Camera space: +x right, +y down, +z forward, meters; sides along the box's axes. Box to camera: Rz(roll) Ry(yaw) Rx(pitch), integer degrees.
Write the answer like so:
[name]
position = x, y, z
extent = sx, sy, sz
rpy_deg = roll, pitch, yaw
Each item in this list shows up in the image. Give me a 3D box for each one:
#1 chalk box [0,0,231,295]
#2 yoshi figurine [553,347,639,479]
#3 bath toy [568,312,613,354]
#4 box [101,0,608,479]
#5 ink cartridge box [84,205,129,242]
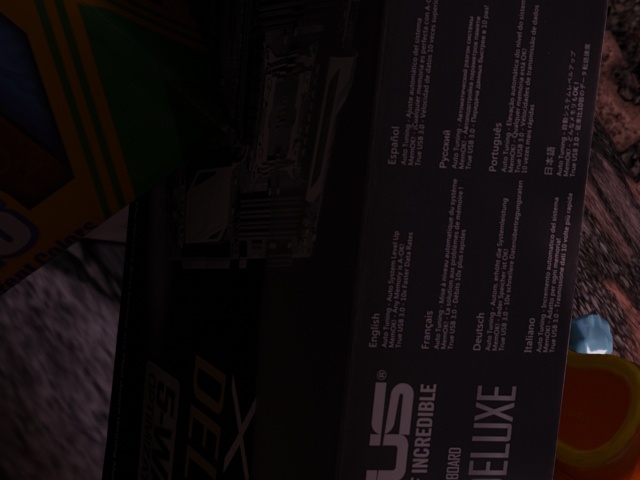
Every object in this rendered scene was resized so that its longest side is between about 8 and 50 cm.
[chalk box]
position = -0.195, -0.116, 0.606
extent = 0.289, 0.179, 0.180
rpy_deg = 41, 21, -43
[yoshi figurine]
position = 0.197, 0.214, 0.958
extent = 0.362, 0.203, 0.203
rpy_deg = 45, 35, -41
[bath toy]
position = 0.215, 0.225, 1.243
extent = 0.151, 0.129, 0.348
rpy_deg = 27, 34, -60
[box]
position = 0.000, 0.000, 0.649
extent = 0.076, 0.308, 0.242
rpy_deg = 3, 8, -21
[ink cartridge box]
position = -0.070, -0.081, 0.998
extent = 0.128, 0.127, 0.176
rpy_deg = 61, 17, 13
